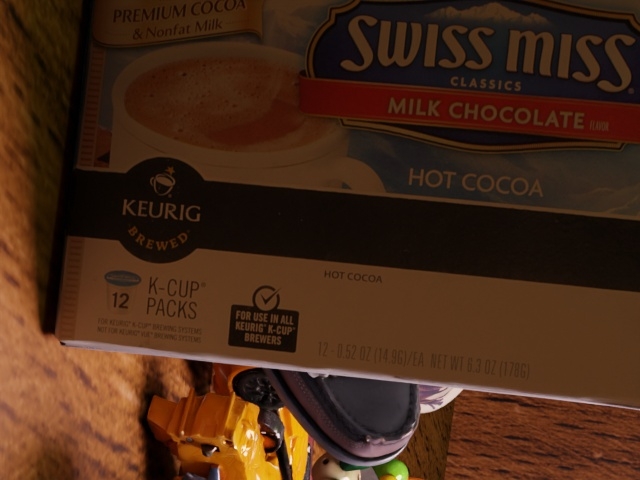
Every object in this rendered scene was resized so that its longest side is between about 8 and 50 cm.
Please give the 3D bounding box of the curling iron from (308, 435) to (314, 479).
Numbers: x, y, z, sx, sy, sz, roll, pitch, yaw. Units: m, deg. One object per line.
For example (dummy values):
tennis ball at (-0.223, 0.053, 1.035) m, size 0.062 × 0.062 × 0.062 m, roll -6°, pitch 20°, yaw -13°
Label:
curling iron at (-0.023, 0.226, 1.644) m, size 0.068 × 0.035 × 0.274 m, roll 101°, pitch 2°, yaw -51°

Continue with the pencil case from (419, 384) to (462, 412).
pencil case at (0.125, 0.031, 1.802) m, size 0.410 × 0.159 × 0.184 m, roll 103°, pitch 9°, yaw -65°

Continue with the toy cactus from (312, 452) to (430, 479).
toy cactus at (0.040, 0.216, 1.736) m, size 0.180 × 0.112 × 0.219 m, roll 128°, pitch -25°, yaw -50°

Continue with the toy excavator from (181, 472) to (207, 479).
toy excavator at (0.093, 0.361, 1.096) m, size 0.222 × 0.445 × 0.433 m, roll -63°, pitch 164°, yaw -10°

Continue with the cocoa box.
cocoa box at (0.052, -0.035, 1.023) m, size 0.231 × 0.347 × 0.228 m, roll 12°, pitch 83°, yaw -79°

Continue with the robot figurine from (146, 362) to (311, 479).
robot figurine at (-0.056, 0.170, 1.297) m, size 0.291 × 0.085 × 0.211 m, roll 84°, pitch 16°, yaw -47°

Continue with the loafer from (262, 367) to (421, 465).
loafer at (0.000, 0.000, 1.189) m, size 0.095 × 0.109 × 0.303 m, roll -49°, pitch -125°, yaw 56°

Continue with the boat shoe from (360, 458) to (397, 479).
boat shoe at (0.030, 0.349, 1.815) m, size 0.095 × 0.112 × 0.335 m, roll 90°, pitch 14°, yaw -55°
